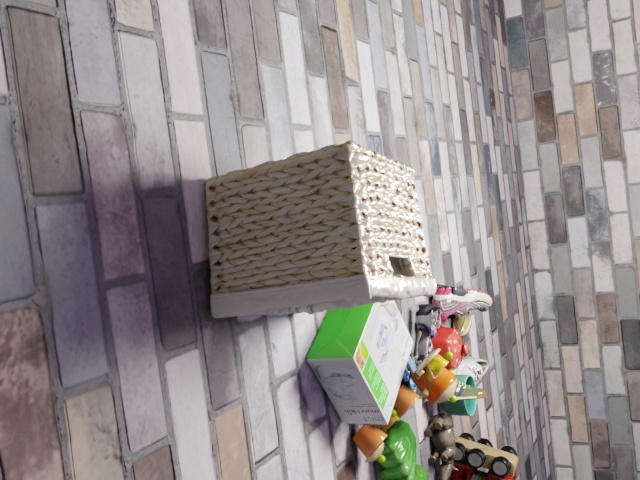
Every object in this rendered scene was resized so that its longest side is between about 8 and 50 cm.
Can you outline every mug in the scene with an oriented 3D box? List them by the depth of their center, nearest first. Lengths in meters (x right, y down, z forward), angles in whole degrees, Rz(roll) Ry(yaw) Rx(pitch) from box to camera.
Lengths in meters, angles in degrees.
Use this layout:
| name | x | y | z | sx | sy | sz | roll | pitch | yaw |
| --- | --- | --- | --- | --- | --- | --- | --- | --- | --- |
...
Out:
| name | x | y | z | sx | sy | sz | roll | pitch | yaw |
| --- | --- | --- | --- | --- | --- | --- | --- | --- | --- |
| mug | 0.438 | 0.492 | 2.129 | 0.129 | 0.097 | 0.158 | -55 | 130 | -48 |

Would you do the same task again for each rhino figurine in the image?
| name | x | y | z | sx | sy | sz | roll | pitch | yaw |
| --- | --- | --- | --- | --- | --- | --- | --- | --- | --- |
| rhino figurine | 0.383 | 0.651 | 2.032 | 0.106 | 0.073 | 0.244 | -22 | 106 | -56 |

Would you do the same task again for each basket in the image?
| name | x | y | z | sx | sy | sz | roll | pitch | yaw |
| --- | --- | --- | --- | --- | --- | --- | --- | --- | --- |
| basket | 0.000 | 0.000 | 1.230 | 0.328 | 0.331 | 0.267 | 7 | 73 | -60 |

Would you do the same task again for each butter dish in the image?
| name | x | y | z | sx | sy | sz | roll | pitch | yaw |
| --- | --- | --- | --- | --- | --- | --- | --- | --- | --- |
| butter dish | 0.415 | 0.347 | 2.092 | 0.160 | 0.118 | 0.160 | -29 | 111 | -59 |

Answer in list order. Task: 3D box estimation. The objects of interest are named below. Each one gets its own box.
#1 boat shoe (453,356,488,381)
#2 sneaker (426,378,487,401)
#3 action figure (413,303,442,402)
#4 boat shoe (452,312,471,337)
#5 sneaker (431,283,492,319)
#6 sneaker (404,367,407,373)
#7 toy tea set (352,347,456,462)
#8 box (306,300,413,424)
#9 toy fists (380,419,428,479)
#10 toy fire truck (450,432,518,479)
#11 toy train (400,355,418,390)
| name | x | y | z | sx | sy | sz | roll | pitch | yaw |
| --- | --- | --- | --- | --- | --- | --- | --- | --- | --- |
| boat shoe | 0.525 | 0.456 | 2.300 | 0.258 | 0.084 | 0.095 | -14 | 98 | -60 |
| sneaker | 0.410 | 0.447 | 2.009 | 0.064 | 0.192 | 0.086 | 74 | 12 | -75 |
| action figure | 0.313 | 0.336 | 1.941 | 0.185 | 0.099 | 0.285 | 35 | 58 | -59 |
| boat shoe | 0.489 | 0.256 | 2.305 | 0.072 | 0.068 | 0.190 | 52 | 32 | -25 |
| sneaker | 0.469 | 0.215 | 2.215 | 0.299 | 0.120 | 0.112 | 11 | 88 | -42 |
| sneaker | 0.157 | 0.361 | 1.640 | 0.065 | 0.076 | 0.166 | 45 | 69 | -20 |
| toy tea set | 0.229 | 0.424 | 1.630 | 0.336 | 0.124 | 0.200 | -46 | 165 | -4 |
| box | 0.100 | 0.262 | 1.552 | 0.231 | 0.126 | 0.262 | 63 | 35 | -29 |
| toy fists | 0.218 | 0.621 | 1.725 | 0.142 | 0.096 | 0.279 | -67 | 143 | -65 |
| toy fire truck | 0.500 | 0.778 | 2.094 | 0.158 | 0.217 | 0.247 | -13 | 111 | -60 |
| toy train | 0.211 | 0.341 | 1.783 | 0.184 | 0.080 | 0.105 | 61 | 29 | -29 |
